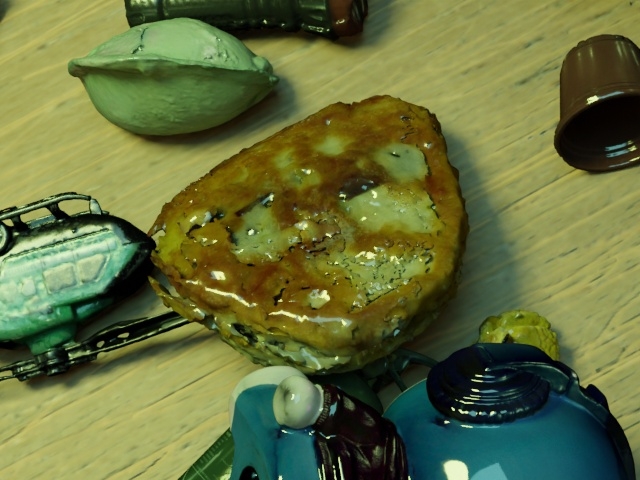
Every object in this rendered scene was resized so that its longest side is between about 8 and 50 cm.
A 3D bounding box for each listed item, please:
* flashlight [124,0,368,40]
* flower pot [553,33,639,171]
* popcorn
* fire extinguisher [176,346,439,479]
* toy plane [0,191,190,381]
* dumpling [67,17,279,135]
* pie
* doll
[{"bbox_3d":[-0.074,-0.235,1.486,0.232,0.093,0.093,0,70,12],"label":"flashlight"},{"bbox_3d":[0.253,-0.129,1.380,0.111,0.111,0.089,-12,55,7],"label":"flower pot"},{"bbox_3d":[0.164,0.094,1.324,0.084,0.084,0.084,-4,70,10],"label":"popcorn"},{"bbox_3d":[-0.032,0.189,1.322,0.114,0.095,0.311,43,84,2],"label":"fire extinguisher"},{"bbox_3d":[-0.291,0.063,1.417,0.382,0.106,0.155,-17,80,-1],"label":"toy plane"},{"bbox_3d":[-0.149,-0.163,1.442,0.217,0.149,0.105,3,60,18],"label":"dumpling"},{"bbox_3d":[0.000,-0.001,1.343,0.308,0.085,0.308,-3,47,3],"label":"pie"},{"bbox_3d":[0.093,0.210,1.201,0.310,0.240,0.284,2,111,-17],"label":"doll"}]
